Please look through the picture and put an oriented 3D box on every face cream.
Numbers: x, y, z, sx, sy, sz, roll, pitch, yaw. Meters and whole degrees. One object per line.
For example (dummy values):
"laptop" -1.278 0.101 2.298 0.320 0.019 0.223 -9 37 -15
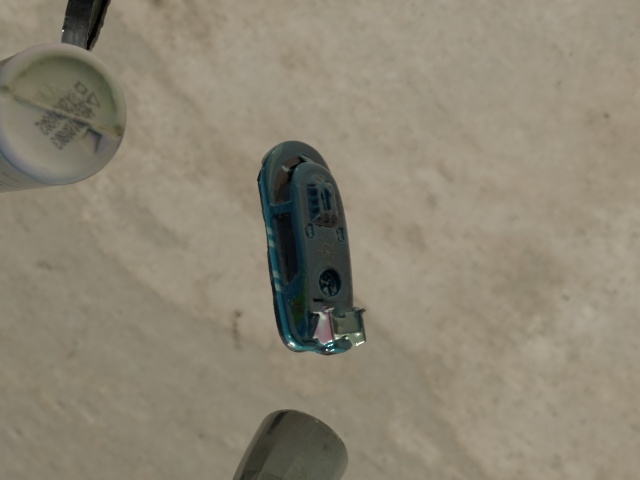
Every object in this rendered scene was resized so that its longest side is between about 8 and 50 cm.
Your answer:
"face cream" -0.223 -0.078 1.086 0.092 0.092 0.311 54 161 -15

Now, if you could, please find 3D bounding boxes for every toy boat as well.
"toy boat" 0.000 0.000 2.063 0.092 0.134 0.299 -24 68 44

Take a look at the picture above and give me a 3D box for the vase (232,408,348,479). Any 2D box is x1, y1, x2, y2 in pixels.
"vase" -0.057 0.245 1.295 0.086 0.214 0.086 19 138 18

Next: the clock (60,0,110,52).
"clock" -0.324 -0.352 2.191 0.040 0.184 0.184 17 143 -4
